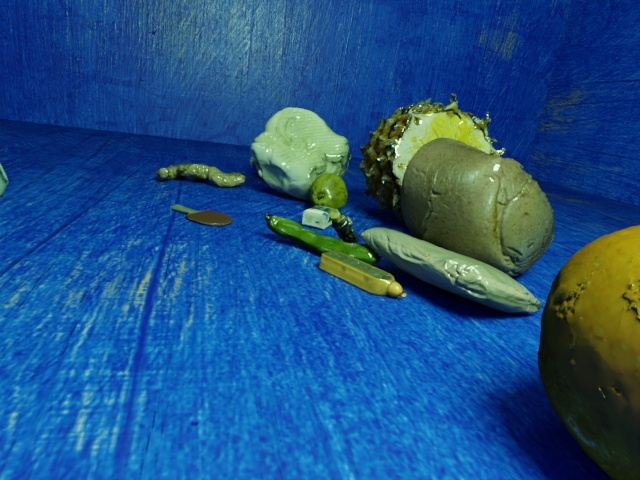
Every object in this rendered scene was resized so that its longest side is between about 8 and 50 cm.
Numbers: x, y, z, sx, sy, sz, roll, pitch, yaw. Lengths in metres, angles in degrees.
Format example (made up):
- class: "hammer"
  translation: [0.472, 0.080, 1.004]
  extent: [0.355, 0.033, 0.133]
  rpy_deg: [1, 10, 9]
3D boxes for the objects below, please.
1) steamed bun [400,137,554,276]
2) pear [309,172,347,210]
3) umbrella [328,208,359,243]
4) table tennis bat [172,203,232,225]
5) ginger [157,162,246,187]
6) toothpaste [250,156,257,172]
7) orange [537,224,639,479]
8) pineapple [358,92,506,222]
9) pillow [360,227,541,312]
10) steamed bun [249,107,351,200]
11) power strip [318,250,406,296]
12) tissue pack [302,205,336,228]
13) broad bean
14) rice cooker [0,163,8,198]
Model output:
- class: "steamed bun"
  translation: [0.286, -0.040, 0.847]
  extent: [0.301, 0.199, 0.251]
  rpy_deg: [37, 6, -41]
- class: "pear"
  translation: [0.022, -0.127, 1.184]
  extent: [0.107, 0.107, 0.131]
  rpy_deg: [12, 13, 13]
- class: "umbrella"
  translation: [0.047, -0.023, 0.860]
  extent: [0.037, 0.040, 0.144]
  rpy_deg: [56, 3, 28]
- class: "table tennis bat"
  translation: [-0.269, -0.057, 0.986]
  extent: [0.156, 0.013, 0.087]
  rpy_deg: [17, 21, 23]
- class: "ginger"
  translation: [-0.363, -0.206, 1.354]
  extent: [0.258, 0.065, 0.149]
  rpy_deg: [1, 16, -16]
- class: "toothpaste"
  translation: [-0.162, -0.237, 1.554]
  extent: [0.114, 0.073, 0.299]
  rpy_deg: [-2, 27, -33]
- class: "orange"
  translation: [0.303, 0.096, 0.353]
  extent: [0.239, 0.240, 0.240]
  rpy_deg: [7, 17, -2]
- class: "pineapple"
  translation: [0.280, -0.204, 1.188]
  extent: [0.352, 0.353, 0.300]
  rpy_deg: [5, 10, -10]
- class: "pillow"
  translation: [0.210, 0.047, 0.740]
  extent: [0.173, 0.067, 0.270]
  rpy_deg: [18, 6, -40]
- class: "steamed bun"
  translation: [-0.068, -0.241, 1.343]
  extent: [0.280, 0.207, 0.268]
  rpy_deg: [33, 54, 6]
- class: "power strip"
  translation: [0.068, 0.057, 0.737]
  extent: [0.178, 0.028, 0.049]
  rpy_deg: [23, 22, 40]
- class: "tissue pack"
  translation: [-0.002, -0.057, 1.056]
  extent: [0.062, 0.042, 0.083]
  rpy_deg: [11, 16, 19]
- class: "broad bean"
  translation: [0.001, 0.001, 0.847]
  extent: [0.256, 0.053, 0.052]
  rpy_deg: [21, 52, 25]
- class: "rice cooker"
  translation: [-0.399, -0.003, 0.312]
  extent: [0.316, 0.264, 0.317]
  rpy_deg: [-13, 33, 8]
